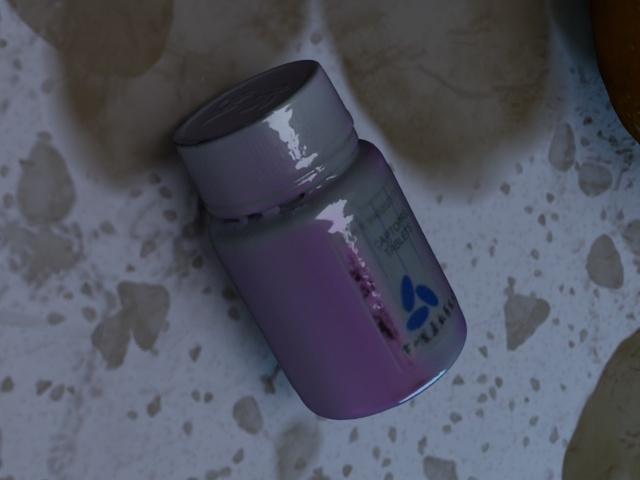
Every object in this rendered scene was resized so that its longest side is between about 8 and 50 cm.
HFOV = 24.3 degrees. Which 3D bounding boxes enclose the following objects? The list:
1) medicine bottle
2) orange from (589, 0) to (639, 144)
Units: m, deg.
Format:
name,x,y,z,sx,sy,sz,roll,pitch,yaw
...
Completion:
name,x,y,z,sx,sy,sz,roll,pitch,yaw
medicine bottle,0.000,0.000,1.148,0.152,0.152,0.254,-38,112,-28
orange,0.374,-0.186,1.347,0.274,0.274,0.310,-36,76,-29
